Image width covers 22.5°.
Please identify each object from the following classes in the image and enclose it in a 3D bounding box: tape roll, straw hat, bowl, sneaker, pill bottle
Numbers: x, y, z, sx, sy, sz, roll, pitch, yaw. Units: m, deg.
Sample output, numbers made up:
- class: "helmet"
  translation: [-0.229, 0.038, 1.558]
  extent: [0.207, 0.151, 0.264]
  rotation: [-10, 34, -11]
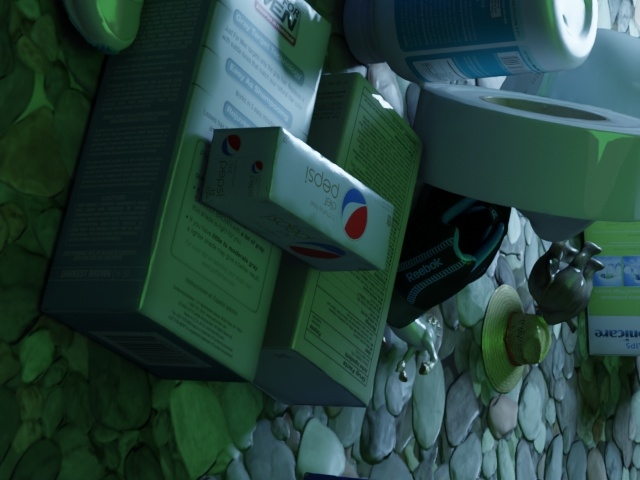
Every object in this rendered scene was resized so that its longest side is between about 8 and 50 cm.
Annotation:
- class: "tape roll"
  translation: [0.243, -0.102, 1.795]
  extent: [0.286, 0.286, 0.100]
  rotation: [-9, 111, -57]
- class: "straw hat"
  translation: [0.269, 0.129, 2.112]
  extent: [0.144, 0.061, 0.144]
  rotation: [5, 84, -58]
- class: "bowl"
  translation: [0.303, -0.156, 2.036]
  extent: [0.134, 0.298, 0.298]
  rotation: [26, 61, -16]
- class: "sneaker"
  translation: [0.171, -0.008, 1.859]
  extent: [0.125, 0.139, 0.341]
  rotation: [54, 33, -7]
- class: "pill bottle"
  translation: [0.160, -0.250, 1.770]
  extent: [0.146, 0.264, 0.146]
  rotation: [3, 87, -58]
- class: "sneaker"
  translation: [-0.169, -0.277, 1.416]
  extent: [0.087, 0.092, 0.229]
  rotation: [20, 73, -57]

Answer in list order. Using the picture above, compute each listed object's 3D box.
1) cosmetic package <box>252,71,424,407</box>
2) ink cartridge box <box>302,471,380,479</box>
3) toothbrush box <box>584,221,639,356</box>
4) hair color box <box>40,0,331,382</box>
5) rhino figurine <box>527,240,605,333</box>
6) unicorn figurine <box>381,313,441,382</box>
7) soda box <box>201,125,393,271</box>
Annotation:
- class: "cosmetic package"
  translation: [0.000, 0.000, 1.649]
  extent: [0.160, 0.113, 0.309]
  rotation: [43, 54, -48]
- class: "ink cartridge box"
  translation: [0.047, 0.340, 1.508]
  extent: [0.071, 0.324, 0.330]
  rotation: [62, 40, -37]
- class: "toothbrush box"
  translation: [0.488, 0.021, 2.404]
  extent: [0.206, 0.122, 0.283]
  rotation: [-10, 96, -58]
- class: "hair color box"
  translation: [-0.114, -0.077, 1.473]
  extent: [0.185, 0.113, 0.374]
  rotation: [39, 57, -51]
- class: "rhino figurine"
  translation: [0.328, 0.063, 2.150]
  extent: [0.106, 0.073, 0.243]
  rotation: [-60, 160, -7]
- class: "unicorn figurine"
  translation: [0.099, 0.107, 1.843]
  extent: [0.162, 0.060, 0.111]
  rotation: [55, 34, -33]
- class: "soda box"
  translation: [-0.016, -0.033, 1.451]
  extent: [0.216, 0.074, 0.069]
  rotation: [31, 63, -55]
